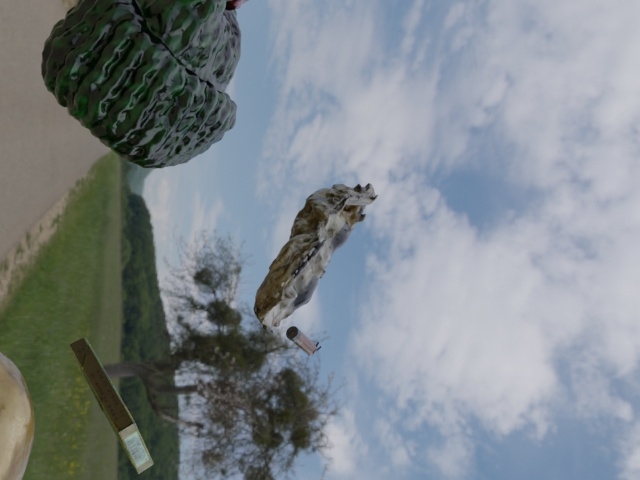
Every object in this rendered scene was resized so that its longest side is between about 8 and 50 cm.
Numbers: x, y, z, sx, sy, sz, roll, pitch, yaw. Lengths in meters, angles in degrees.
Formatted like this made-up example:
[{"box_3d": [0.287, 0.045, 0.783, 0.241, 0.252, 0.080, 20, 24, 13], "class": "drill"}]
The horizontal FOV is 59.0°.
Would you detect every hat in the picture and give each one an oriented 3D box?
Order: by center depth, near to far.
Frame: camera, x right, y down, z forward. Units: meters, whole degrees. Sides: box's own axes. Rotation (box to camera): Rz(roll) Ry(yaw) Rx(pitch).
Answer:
[{"box_3d": [-0.173, -0.262, 0.733, 0.332, 0.242, 0.274, -47, -160, 7], "class": "hat"}]

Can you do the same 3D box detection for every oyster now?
[{"box_3d": [0.000, -0.002, 0.726, 0.345, 0.078, 0.129, -50, 157, -55], "class": "oyster"}]

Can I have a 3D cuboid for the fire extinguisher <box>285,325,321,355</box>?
[{"box_3d": [-0.024, 0.160, 0.891, 0.028, 0.083, 0.022, -48, -133, -8], "class": "fire extinguisher"}]

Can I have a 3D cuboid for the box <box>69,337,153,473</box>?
[{"box_3d": [-0.322, 0.250, 0.869, 0.193, 0.030, 0.121, 39, -35, 36], "class": "box"}]

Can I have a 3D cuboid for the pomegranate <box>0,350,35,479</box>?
[{"box_3d": [-0.470, 0.223, 0.600, 0.307, 0.307, 0.308, -178, -90, -70], "class": "pomegranate"}]
